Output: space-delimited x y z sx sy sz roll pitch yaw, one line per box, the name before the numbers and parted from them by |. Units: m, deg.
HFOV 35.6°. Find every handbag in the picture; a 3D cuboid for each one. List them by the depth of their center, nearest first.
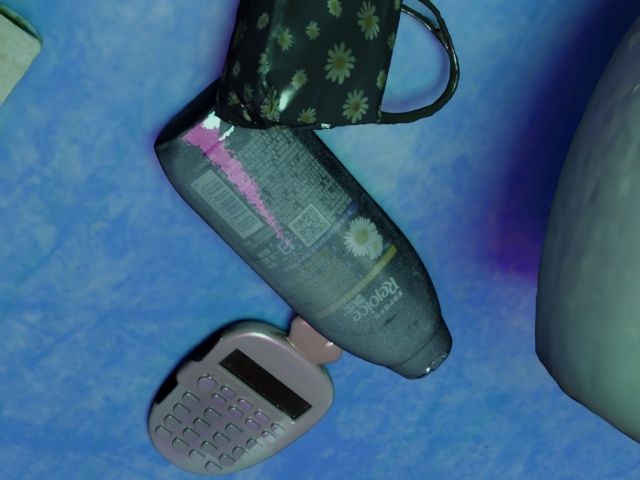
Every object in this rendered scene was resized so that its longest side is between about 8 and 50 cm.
handbag | 0.018 -0.106 0.559 0.139 0.072 0.115 14 85 -28

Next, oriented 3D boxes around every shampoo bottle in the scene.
shampoo bottle | 0.000 0.000 0.629 0.087 0.049 0.233 -43 113 2

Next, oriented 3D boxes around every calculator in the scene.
calculator | -0.051 0.108 0.701 0.166 0.024 0.103 -41 113 19

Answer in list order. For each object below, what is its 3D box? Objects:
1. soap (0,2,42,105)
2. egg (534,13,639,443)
soap | -0.317 -0.059 0.491 0.259 0.143 0.281 33 91 -32
egg | 0.305 -0.055 0.466 0.355 0.354 0.339 11 100 -9
